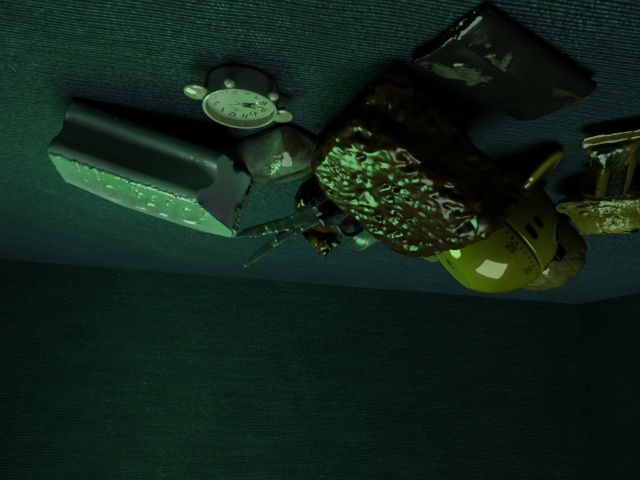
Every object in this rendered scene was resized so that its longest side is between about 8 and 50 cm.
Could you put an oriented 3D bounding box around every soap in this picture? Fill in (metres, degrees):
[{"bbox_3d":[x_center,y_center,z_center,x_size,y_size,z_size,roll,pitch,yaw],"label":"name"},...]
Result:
[{"bbox_3d":[-0.400,-0.158,1.212,0.446,0.156,0.261,18,162,-10],"label":"soap"}]

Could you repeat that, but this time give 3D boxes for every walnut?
[{"bbox_3d":[0.729,0.036,1.643,0.313,0.277,0.252,4,128,-25],"label":"walnut"}]

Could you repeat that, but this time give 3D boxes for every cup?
[{"bbox_3d":[0.306,-0.221,1.077,0.102,0.099,0.074,7,165,-14],"label":"cup"}]

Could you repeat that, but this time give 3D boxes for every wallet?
[{"bbox_3d":[0.335,-0.300,0.878,0.321,0.044,0.170,13,164,-31],"label":"wallet"}]

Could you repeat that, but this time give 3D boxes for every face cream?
[{"bbox_3d":[0.266,-0.026,1.839,0.420,0.137,0.235,3,167,-33],"label":"face cream"}]

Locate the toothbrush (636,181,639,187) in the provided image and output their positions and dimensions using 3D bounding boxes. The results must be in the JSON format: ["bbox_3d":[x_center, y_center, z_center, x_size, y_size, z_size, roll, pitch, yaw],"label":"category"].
[{"bbox_3d":[0.887,-0.145,1.410,0.014,0.011,0.167,-3,166,-8],"label":"toothbrush"}]

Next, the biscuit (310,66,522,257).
[{"bbox_3d":[0.178,-0.129,1.044,0.395,0.166,0.342,39,158,-13],"label":"biscuit"}]

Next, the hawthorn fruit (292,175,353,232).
[{"bbox_3d":[0.002,-0.116,1.419,0.181,0.181,0.235,-9,160,40],"label":"hawthorn fruit"}]

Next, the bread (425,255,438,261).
[{"bbox_3d":[0.399,-0.032,1.594,0.109,0.192,0.210,7,165,-22],"label":"bread"}]

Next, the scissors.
[{"bbox_3d":[-0.050,-0.051,1.310,0.383,0.256,0.029,-29,-147,-13],"label":"scissors"}]

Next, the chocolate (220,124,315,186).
[{"bbox_3d":[-0.132,-0.201,1.275,0.303,0.100,0.185,-6,166,43],"label":"chocolate"}]

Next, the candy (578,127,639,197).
[{"bbox_3d":[0.686,-0.185,1.144,0.143,0.101,0.271,-9,156,21],"label":"candy"}]

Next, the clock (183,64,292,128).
[{"bbox_3d":[-0.162,-0.293,0.989,0.229,0.063,0.155,8,162,-26],"label":"clock"}]

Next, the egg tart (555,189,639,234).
[{"bbox_3d":[0.824,-0.075,1.356,0.315,0.120,0.315,-2,177,0],"label":"egg tart"}]

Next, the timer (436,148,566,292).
[{"bbox_3d":[0.498,-0.053,1.309,0.387,0.376,0.376,-42,160,0],"label":"timer"}]

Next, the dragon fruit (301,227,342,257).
[{"bbox_3d":[0.000,0.000,1.988,0.175,0.142,0.138,-15,-153,-4],"label":"dragon fruit"}]
